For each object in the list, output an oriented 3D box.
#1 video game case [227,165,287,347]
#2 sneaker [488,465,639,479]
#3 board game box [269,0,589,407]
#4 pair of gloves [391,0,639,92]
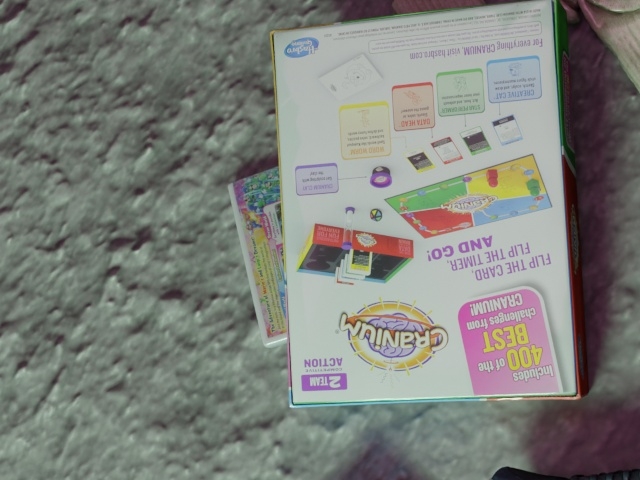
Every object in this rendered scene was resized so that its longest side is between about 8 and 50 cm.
[{"bbox_3d":[0.000,0.000,1.257,0.143,0.019,0.157,-19,72,16],"label":"video game case"},{"bbox_3d":[0.249,0.165,1.079,0.226,0.086,0.163,16,90,17],"label":"sneaker"},{"bbox_3d":[0.087,-0.026,1.171,0.242,0.064,0.316,-3,86,18],"label":"board game box"},{"bbox_3d":[0.195,-0.183,1.217,0.240,0.042,0.204,-25,69,12],"label":"pair of gloves"}]
